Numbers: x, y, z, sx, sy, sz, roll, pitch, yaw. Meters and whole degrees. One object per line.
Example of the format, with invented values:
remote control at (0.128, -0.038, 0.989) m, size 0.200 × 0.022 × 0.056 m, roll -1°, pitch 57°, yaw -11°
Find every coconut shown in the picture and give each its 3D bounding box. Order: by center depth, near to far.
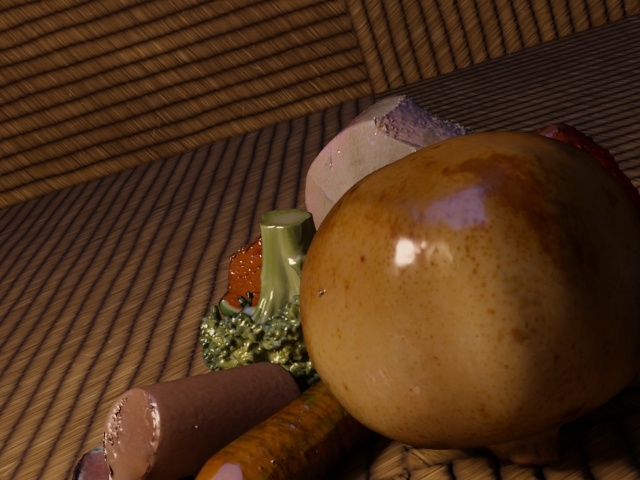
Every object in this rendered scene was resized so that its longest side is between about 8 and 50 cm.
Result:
coconut at (0.131, -0.077, 1.793) m, size 0.297 × 0.297 × 0.309 m, roll -12°, pitch 20°, yaw 19°

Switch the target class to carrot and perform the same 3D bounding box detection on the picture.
carrot at (-0.035, 0.256, 1.308) m, size 0.114 × 0.114 × 0.302 m, roll 0°, pitch 23°, yaw 42°

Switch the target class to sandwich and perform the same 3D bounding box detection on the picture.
sandwich at (-0.075, 0.070, 1.828) m, size 0.235 × 0.159 × 0.079 m, roll -35°, pitch -15°, yaw 34°

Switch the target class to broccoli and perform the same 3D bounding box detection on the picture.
broccoli at (-0.017, 0.103, 1.544) m, size 0.235 × 0.260 × 0.288 m, roll 31°, pitch 38°, yaw 20°

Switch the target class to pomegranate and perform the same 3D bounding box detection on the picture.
pomegranate at (0.178, 0.073, 1.233) m, size 0.416 × 0.417 × 0.417 m, roll -17°, pitch 19°, yaw 6°

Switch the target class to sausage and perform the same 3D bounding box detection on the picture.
sausage at (-0.148, 0.227, 1.348) m, size 0.123 × 0.123 × 0.253 m, roll 0°, pitch 4°, yaw 42°

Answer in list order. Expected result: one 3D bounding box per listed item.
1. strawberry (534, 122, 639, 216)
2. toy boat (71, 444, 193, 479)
strawberry at (0.332, -0.026, 1.500) m, size 0.257 × 0.277 × 0.257 m, roll -15°, pitch 23°, yaw 7°
toy boat at (-0.238, 0.327, 1.372) m, size 0.155 × 0.085 × 0.227 m, roll -3°, pitch 10°, yaw -9°
